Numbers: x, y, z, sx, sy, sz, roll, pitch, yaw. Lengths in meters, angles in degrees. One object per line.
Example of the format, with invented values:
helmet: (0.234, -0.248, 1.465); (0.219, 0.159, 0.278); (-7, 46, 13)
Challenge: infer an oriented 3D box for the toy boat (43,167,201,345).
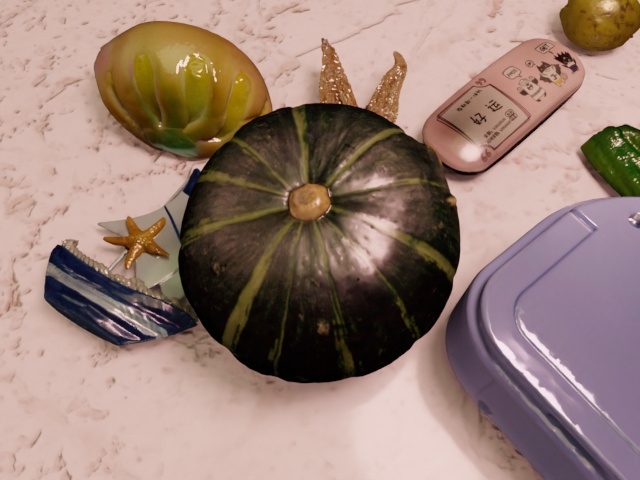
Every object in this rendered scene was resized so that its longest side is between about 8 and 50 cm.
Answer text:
toy boat: (-0.218, 0.006, 0.737); (0.221, 0.067, 0.291); (27, 55, 11)

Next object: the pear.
pear: (0.472, -0.375, 0.906); (0.131, 0.107, 0.107); (31, 66, 0)

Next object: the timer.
timer: (0.373, 0.128, 0.615); (0.395, 0.173, 0.394); (0, 63, 0)

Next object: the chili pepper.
chili pepper: (0.490, -0.070, 0.771); (0.099, 0.083, 0.253); (-30, 63, -16)

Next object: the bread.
bread: (-0.204, -0.226, 0.783); (0.261, 0.156, 0.158); (6, 62, 2)

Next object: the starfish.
starfish: (0.031, -0.163, 0.808); (0.299, 0.060, 0.302); (13, 75, 4)

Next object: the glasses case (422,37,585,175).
glasses case: (0.289, -0.213, 0.835); (0.314, 0.075, 0.122); (-39, 68, -18)

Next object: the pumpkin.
pumpkin: (0.000, 0.000, 0.620); (0.324, 0.241, 0.323); (-1, 78, 2)
